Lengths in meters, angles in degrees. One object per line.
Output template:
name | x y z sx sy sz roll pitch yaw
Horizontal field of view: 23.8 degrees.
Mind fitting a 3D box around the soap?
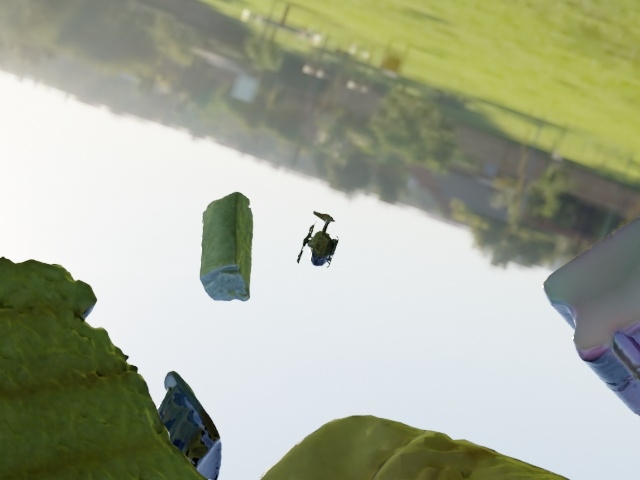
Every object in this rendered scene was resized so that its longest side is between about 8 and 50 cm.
soap | 0.383 0.090 1.608 0.324 0.193 0.109 41 -160 -52

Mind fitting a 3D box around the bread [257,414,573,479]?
bread | 0.079 0.304 0.686 0.390 0.371 0.279 12 -147 45

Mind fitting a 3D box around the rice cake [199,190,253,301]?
rice cake | -0.138 0.009 2.225 0.063 0.069 0.206 58 -159 -34

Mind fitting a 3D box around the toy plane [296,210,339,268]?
toy plane | 0.000 0.000 2.083 0.049 0.031 0.120 20 -142 1

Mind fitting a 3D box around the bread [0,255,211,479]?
bread | -0.271 0.224 1.256 0.239 0.264 0.395 4 -136 -56

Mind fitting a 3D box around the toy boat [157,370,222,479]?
toy boat | -0.209 0.288 1.820 0.142 0.309 0.129 32 -152 21
